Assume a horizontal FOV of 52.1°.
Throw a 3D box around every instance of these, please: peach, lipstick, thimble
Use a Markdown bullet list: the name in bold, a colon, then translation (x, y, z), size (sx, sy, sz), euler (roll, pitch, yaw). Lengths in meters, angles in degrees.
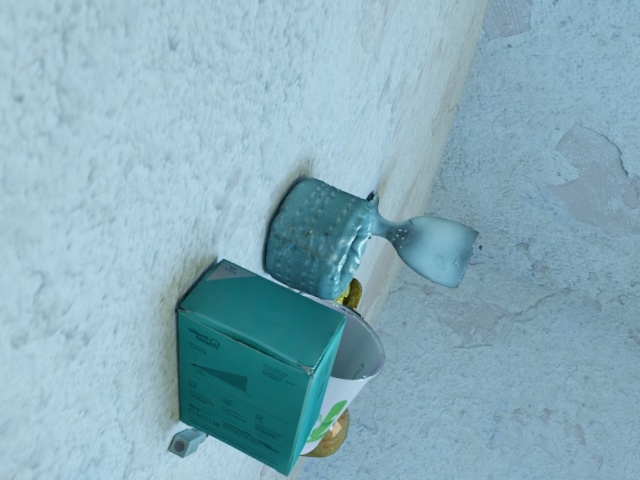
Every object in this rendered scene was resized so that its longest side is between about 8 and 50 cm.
- **peach**: translation (-0.038, 0.499, 1.775), size (0.232, 0.232, 0.232), euler (-61, 167, -25)
- **lipstick**: translation (-0.215, 0.337, 1.115), size (0.129, 0.030, 0.030), euler (28, 85, -78)
- **thimble**: translation (0.000, 0.000, 1.158), size (0.198, 0.143, 0.235), euler (-67, 166, 1)

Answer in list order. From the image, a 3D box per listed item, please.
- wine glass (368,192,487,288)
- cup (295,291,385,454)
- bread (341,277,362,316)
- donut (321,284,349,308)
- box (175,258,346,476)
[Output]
- **wine glass**: translation (0.276, 0.003, 1.866), size (0.190, 0.357, 0.190), euler (21, 90, -79)
- **cup**: translation (-0.035, 0.284, 1.365), size (0.274, 0.253, 0.253), euler (-63, 171, 28)
- **bread**: translation (0.063, 0.197, 1.910), size (0.193, 0.064, 0.193), euler (-155, -90, -83)
- **donut**: translation (0.028, 0.173, 1.775), size (0.146, 0.078, 0.181), euler (49, 63, -80)
- **box**: translation (-0.093, 0.194, 0.961), size (0.311, 0.205, 0.118), euler (100, 16, -46)
